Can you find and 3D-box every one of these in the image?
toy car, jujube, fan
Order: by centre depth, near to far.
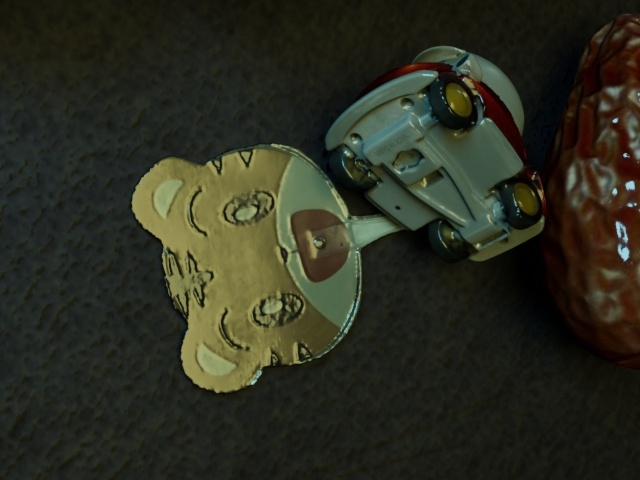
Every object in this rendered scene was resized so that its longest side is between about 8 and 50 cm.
[{"bbox_3d":[0.087,-0.065,0.713,0.139,0.112,0.112,44,46,-16],"label":"toy car"},{"bbox_3d":[0.000,0.000,0.722,0.226,0.008,0.153,-16,91,-22],"label":"fan"},{"bbox_3d":[0.221,-0.032,0.744,0.168,0.168,0.237,7,68,-21],"label":"jujube"}]
